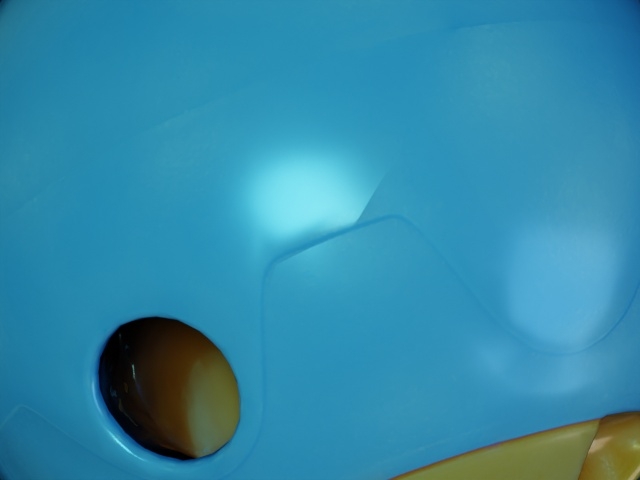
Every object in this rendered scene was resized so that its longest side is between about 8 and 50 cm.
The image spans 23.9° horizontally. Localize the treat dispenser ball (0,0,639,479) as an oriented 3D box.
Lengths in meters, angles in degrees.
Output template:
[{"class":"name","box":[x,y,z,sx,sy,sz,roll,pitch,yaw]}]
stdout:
[{"class":"treat dispenser ball","box":[0.000,0.000,0.563,0.288,0.288,0.288,-53,154,-40]}]
